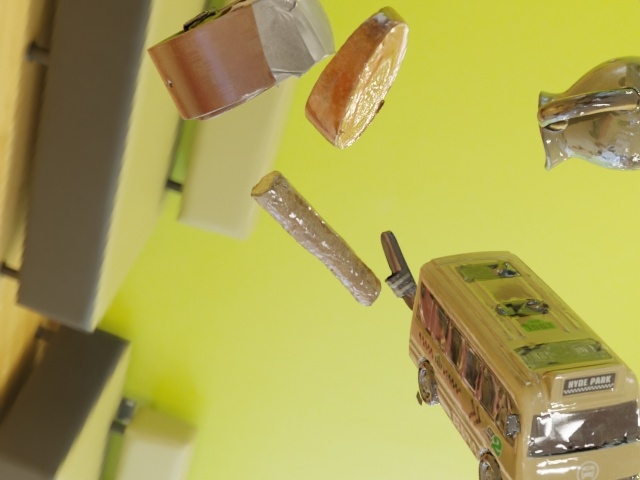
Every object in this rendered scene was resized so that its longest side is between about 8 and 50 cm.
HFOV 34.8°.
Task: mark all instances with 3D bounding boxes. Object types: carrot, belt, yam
[{"bbox_3d":[0.079,-0.315,1.969,0.258,0.100,0.307,-49,172,-36],"label":"carrot"},{"bbox_3d":[-0.083,-0.218,1.135,0.105,0.184,0.261,64,15,-14],"label":"belt"},{"bbox_3d":[0.000,0.000,2.007,0.081,0.356,0.081,-31,-148,22],"label":"yam"}]

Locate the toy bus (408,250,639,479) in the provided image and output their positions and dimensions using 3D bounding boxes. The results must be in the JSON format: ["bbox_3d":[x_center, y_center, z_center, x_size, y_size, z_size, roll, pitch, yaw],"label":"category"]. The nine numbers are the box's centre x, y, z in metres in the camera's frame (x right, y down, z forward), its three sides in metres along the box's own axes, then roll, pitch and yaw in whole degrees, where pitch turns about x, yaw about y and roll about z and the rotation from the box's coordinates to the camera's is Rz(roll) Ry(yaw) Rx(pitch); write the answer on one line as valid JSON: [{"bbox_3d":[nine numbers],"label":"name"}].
[{"bbox_3d":[0.240,0.163,1.252,0.365,0.177,0.202,-124,-149,-60],"label":"toy bus"}]

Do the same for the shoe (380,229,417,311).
[{"bbox_3d":[0.150,0.069,2.102,0.179,0.049,0.071,68,-20,7],"label":"shoe"}]

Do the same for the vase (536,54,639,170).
[{"bbox_3d":[0.572,-0.261,2.135,0.329,0.302,0.241,4,80,-57],"label":"vase"}]
